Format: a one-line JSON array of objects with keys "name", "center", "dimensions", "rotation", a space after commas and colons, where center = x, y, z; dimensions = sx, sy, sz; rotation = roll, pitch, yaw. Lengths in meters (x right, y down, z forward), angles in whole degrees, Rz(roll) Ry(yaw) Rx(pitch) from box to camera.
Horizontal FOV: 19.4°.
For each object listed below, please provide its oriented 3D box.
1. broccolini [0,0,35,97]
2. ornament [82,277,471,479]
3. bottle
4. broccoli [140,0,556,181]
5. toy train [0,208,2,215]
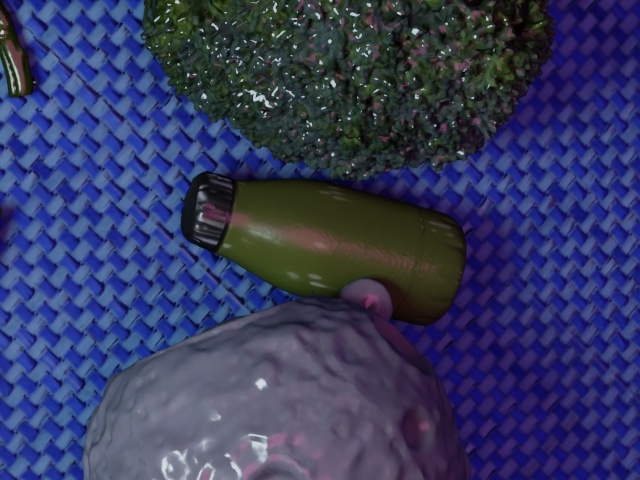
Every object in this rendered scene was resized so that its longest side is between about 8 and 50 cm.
[{"name": "broccolini", "center": [-0.362, -0.215, 1.657], "dimensions": [0.123, 0.062, 0.271], "rotation": [-40, 107, 2]}, {"name": "ornament", "center": [-0.033, 0.215, 1.641], "dimensions": [0.337, 0.337, 0.337], "rotation": [-2, 97, -15]}, {"name": "bottle", "center": [0.000, 0.000, 1.744], "dimensions": [0.260, 0.112, 0.112], "rotation": [15, 92, -16]}, {"name": "broccoli", "center": [0.026, -0.182, 1.689], "dimensions": [0.375, 0.302, 0.249], "rotation": [-1, 120, 12]}, {"name": "toy train", "center": [-0.339, 0.065, 1.695], "dimensions": [0.044, 0.042, 0.209], "rotation": [17, 91, -16]}]
